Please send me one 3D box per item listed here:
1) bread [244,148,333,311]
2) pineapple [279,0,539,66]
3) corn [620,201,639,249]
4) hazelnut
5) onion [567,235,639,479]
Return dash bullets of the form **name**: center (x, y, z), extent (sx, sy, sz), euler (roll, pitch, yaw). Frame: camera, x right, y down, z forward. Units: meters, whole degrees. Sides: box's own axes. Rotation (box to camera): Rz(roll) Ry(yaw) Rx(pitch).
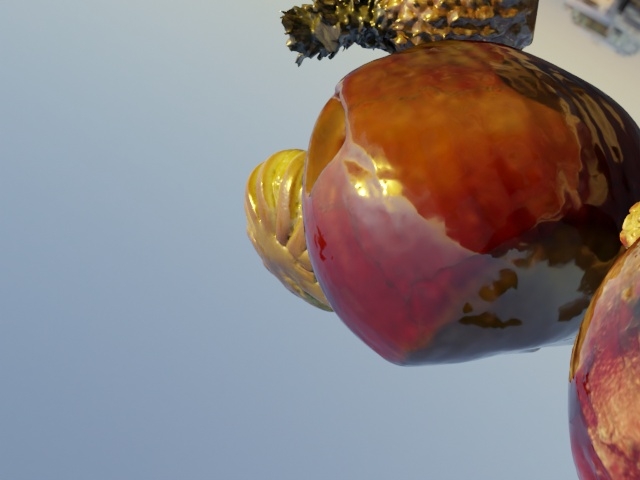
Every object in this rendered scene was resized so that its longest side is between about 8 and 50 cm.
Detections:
- **bread**: center (0.000, 0.000, 1.753), extent (0.333, 0.160, 0.333), euler (40, 161, 17)
- **pineapple**: center (0.125, -0.327, 1.622), extent (0.362, 0.202, 0.202), euler (-14, -159, 0)
- **corn**: center (0.403, 0.044, 1.096), extent (0.281, 0.092, 0.092), euler (36, -167, -18)
- **hazelnut**: center (0.194, -0.038, 1.290), extent (0.429, 0.402, 0.402), euler (2, -151, -33)
- **onion**: center (0.313, 0.056, 0.603), extent (0.337, 0.260, 0.281), euler (-12, -119, -20)
